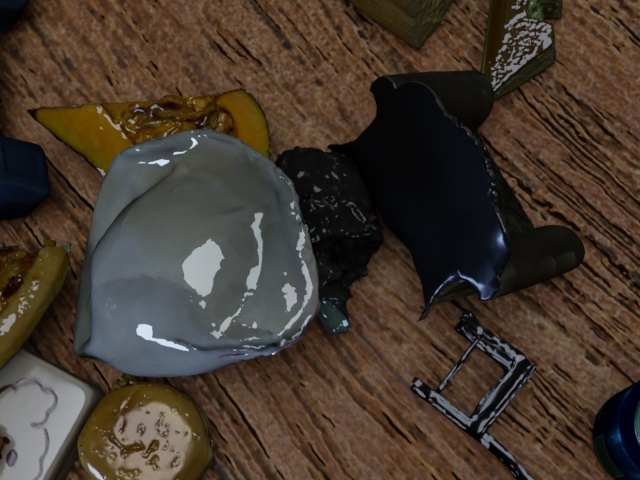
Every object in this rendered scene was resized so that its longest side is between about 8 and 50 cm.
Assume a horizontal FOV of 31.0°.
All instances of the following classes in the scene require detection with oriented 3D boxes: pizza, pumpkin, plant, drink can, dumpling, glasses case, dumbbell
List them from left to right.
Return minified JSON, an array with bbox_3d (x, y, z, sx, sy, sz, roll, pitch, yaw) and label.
[{"bbox_3d":[-0.413,0.074,1.300,0.289,0.081,0.229,-43,43,-1],"label":"pizza"},{"bbox_3d":[-0.413,-0.185,1.366,0.159,0.144,0.325,-9,76,0],"label":"dumbbell"},{"bbox_3d":[-0.382,0.287,1.295,0.144,0.076,0.337,26,81,9],"label":"glasses case"},{"bbox_3d":[-0.189,-0.090,1.362,0.278,0.111,0.163,-4,97,4],"label":"pumpkin"},{"bbox_3d":[-0.156,0.017,1.251,0.181,0.341,0.260,-3,86,-27],"label":"dumpling"},{"bbox_3d":[0.000,0.000,1.299,0.131,0.142,0.203,11,74,-10],"label":"plant"},{"bbox_3d":[0.354,0.199,1.197,0.118,0.205,0.118,-1,78,3],"label":"drink can"}]

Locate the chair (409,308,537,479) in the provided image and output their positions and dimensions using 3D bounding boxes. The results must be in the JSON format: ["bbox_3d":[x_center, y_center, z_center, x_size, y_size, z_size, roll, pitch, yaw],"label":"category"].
[{"bbox_3d":[0.211,0.195,1.261,0.229,0.106,0.113,39,85,9],"label":"chair"}]

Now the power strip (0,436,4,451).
[{"bbox_3d":[-0.396,0.279,1.243,0.049,0.028,0.178,23,80,8],"label":"power strip"}]

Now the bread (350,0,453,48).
[{"bbox_3d":[0.108,-0.408,1.329,0.198,0.236,0.263,33,82,10],"label":"bread"}]

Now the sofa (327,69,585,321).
[{"bbox_3d":[0.165,-0.061,1.242,0.182,0.200,0.258,-38,73,39],"label":"sofa"}]

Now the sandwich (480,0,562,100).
[{"bbox_3d":[0.242,-0.267,1.365,0.088,0.090,0.245,9,79,9],"label":"sandwich"}]

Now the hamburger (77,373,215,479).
[{"bbox_3d":[-0.192,0.226,1.293,0.147,0.083,0.138,34,77,7],"label":"hamburger"}]
